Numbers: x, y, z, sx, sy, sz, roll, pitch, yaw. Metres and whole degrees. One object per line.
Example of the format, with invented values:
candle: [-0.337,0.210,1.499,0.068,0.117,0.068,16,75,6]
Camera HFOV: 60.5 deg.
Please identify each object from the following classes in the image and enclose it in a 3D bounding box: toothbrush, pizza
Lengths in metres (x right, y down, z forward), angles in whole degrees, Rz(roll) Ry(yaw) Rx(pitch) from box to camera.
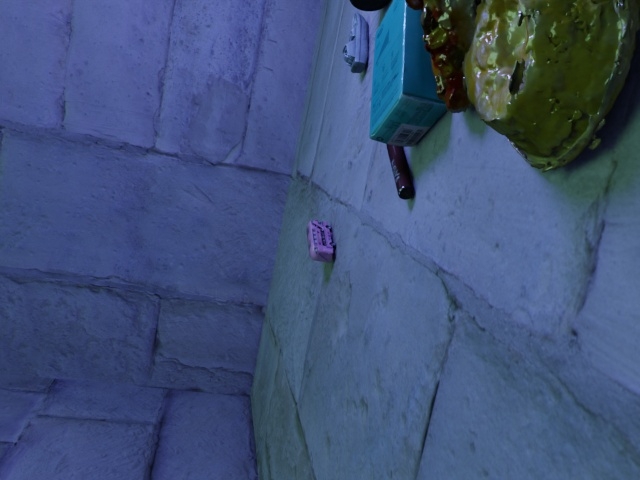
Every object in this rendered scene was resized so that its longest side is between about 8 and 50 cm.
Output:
toothbrush: [0.187,-0.226,1.375,0.363,0.041,0.040,-93,17,-47]
pizza: [0.197,-0.480,0.956,0.406,0.130,0.439,53,-150,-64]

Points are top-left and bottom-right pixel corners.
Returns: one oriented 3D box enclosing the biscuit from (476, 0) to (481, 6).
biscuit: [0.299,-0.488,1.004,0.061,0.055,0.219,89,179,-50]

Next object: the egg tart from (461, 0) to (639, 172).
egg tart: [0.272,-0.247,0.711,0.315,0.120,0.314,179,90,-82]

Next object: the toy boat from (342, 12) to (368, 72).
toy boat: [0.122,-0.699,1.914,0.078,0.085,0.260,119,157,-60]

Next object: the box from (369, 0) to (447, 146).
box: [0.202,-0.395,1.238,0.205,0.118,0.311,134,143,-66]

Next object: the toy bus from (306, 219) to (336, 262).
toy bus: [0.000,0.000,1.950,0.203,0.090,0.063,-98,20,-57]

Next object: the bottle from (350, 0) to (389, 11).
bottle: [0.166,-0.873,1.730,0.156,0.143,0.270,22,-112,-56]
